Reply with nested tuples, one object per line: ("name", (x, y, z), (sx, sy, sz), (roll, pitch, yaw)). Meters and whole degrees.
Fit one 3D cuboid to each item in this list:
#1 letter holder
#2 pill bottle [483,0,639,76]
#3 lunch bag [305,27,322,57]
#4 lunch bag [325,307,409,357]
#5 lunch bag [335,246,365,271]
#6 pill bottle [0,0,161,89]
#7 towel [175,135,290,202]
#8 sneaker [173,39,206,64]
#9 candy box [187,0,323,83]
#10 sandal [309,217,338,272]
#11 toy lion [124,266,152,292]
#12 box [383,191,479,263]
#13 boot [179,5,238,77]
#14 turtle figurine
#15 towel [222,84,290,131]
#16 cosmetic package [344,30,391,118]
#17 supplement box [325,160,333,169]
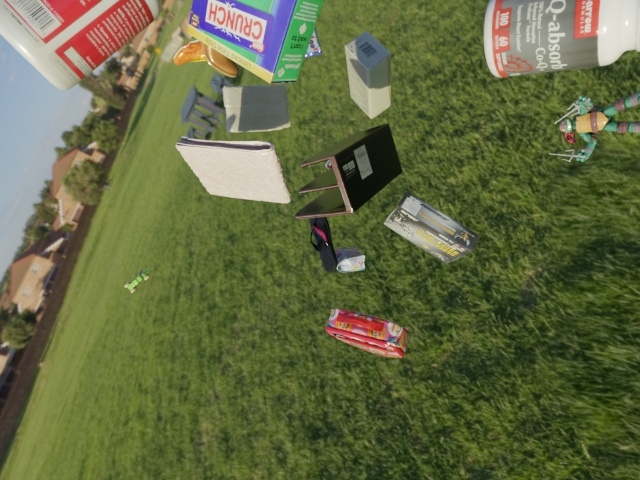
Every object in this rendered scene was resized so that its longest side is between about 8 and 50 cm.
("letter holder", (0.056, -0.192, 1.228), (0.214, 0.152, 0.302), (-5, 23, 39))
("pill bottle", (0.598, -0.516, 1.045), (0.362, 0.210, 0.210), (7, 72, 37))
("lunch bag", (-0.099, -0.730, 1.385), (0.138, 0.221, 0.293), (-15, 47, 10))
("lunch bag", (0.174, 0.337, 1.647), (0.292, 0.258, 0.120), (10, 70, 25))
("lunch bag", (0.071, 0.051, 1.200), (0.071, 0.083, 0.053), (-128, 31, -65))
("pill bottle", (-0.526, -0.562, 1.019), (0.407, 0.229, 0.229), (-43, 30, -8))
("towel", (-0.272, -0.231, 1.471), (0.332, 0.316, 0.054), (75, -156, -68))
("sneaker", (-0.374, -0.585, 1.371), (0.175, 0.068, 0.064), (-25, 4, 2))
("candy box", (-0.127, -0.541, 0.935), (0.268, 0.122, 0.317), (35, 124, 18))
("sandal", (0.000, 0.000, 1.172), (0.067, 0.040, 0.179), (-47, 51, 45))
("toy lion", (-0.548, 0.114, 1.345), (0.096, 0.034, 0.100), (-33, 15, 41))
("box", (0.307, -0.031, 1.259), (0.056, 0.231, 0.183), (-56, -2, -14))
("boot", (-0.253, -0.542, 1.159), (0.152, 0.197, 0.073), (-30, 36, 27))
("turtle figurine", (0.728, -0.316, 1.178), (0.234, 0.175, 0.118), (-6, 32, 43))
("towel", (-0.264, -0.554, 1.850), (0.049, 0.282, 0.187), (-162, 65, -64))
("cosmetic package", (0.198, -0.664, 1.799), (0.113, 0.309, 0.160), (-36, 70, -4))
("supplement box", (0.154, -0.362, 2.163), (0.239, 0.073, 0.130), (33, 85, 34))
